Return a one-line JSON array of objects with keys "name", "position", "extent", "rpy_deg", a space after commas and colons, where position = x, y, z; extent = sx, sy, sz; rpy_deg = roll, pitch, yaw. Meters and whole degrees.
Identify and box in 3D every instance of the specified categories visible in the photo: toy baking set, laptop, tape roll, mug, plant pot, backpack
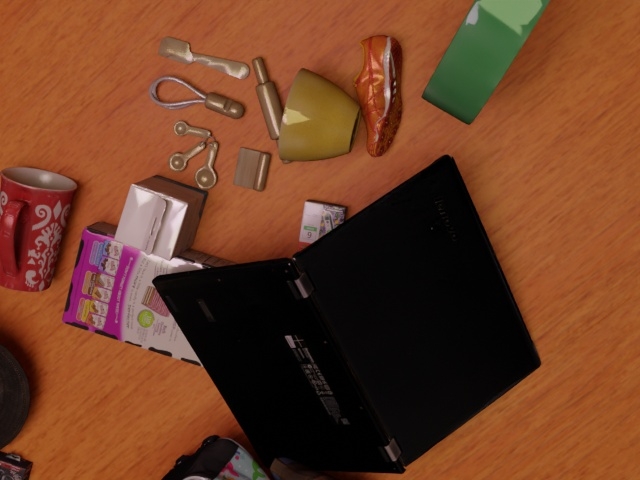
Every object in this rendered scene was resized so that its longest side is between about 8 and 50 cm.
[{"name": "toy baking set", "position": [-0.152, -0.190, 1.483], "extent": [0.196, 0.030, 0.256], "rpy_deg": [-11, 98, 10]}, {"name": "laptop", "position": [0.044, 0.124, 1.456], "extent": [0.408, 0.236, 0.382], "rpy_deg": [-8, 120, 36]}, {"name": "tape roll", "position": [0.241, -0.303, 1.261], "extent": [0.077, 0.321, 0.321], "rpy_deg": [31, 102, 2]}, {"name": "mug", "position": [-0.455, -0.014, 1.502], "extent": [0.113, 0.150, 0.169], "rpy_deg": [24, 108, 28]}, {"name": "plant pot", "position": [0.004, -0.169, 1.410], "extent": [0.095, 0.134, 0.134], "rpy_deg": [14, 101, 7]}, {"name": "backpack", "position": [-0.135, 0.448, 1.480], "extent": [0.253, 0.191, 0.225], "rpy_deg": [43, 130, -8]}]

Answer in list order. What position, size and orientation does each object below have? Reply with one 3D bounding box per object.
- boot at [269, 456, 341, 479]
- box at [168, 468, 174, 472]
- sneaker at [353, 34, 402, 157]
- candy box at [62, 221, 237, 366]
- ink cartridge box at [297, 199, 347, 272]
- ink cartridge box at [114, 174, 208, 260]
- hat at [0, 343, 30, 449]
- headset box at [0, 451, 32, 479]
[{"name": "boot", "position": [0.012, 0.384, 1.507], "extent": [0.106, 0.219, 0.082], "rpy_deg": [27, 78, 39]}, {"name": "box", "position": [-0.175, 0.479, 1.603], "extent": [0.164, 0.021, 0.201], "rpy_deg": [8, 100, 6]}, {"name": "sneaker", "position": [0.081, -0.209, 1.442], "extent": [0.067, 0.064, 0.175], "rpy_deg": [7, 97, 29]}, {"name": "candy box", "position": [-0.261, 0.080, 1.522], "extent": [0.233, 0.071, 0.159], "rpy_deg": [18, 102, 5]}, {"name": "ink cartridge box", "position": [0.000, 0.000, 1.494], "extent": [0.063, 0.029, 0.115], "rpy_deg": [10, 100, 6]}, {"name": "ink cartridge box", "position": [-0.235, -0.035, 1.463], "extent": [0.090, 0.143, 0.092], "rpy_deg": [20, 101, 4]}, {"name": "hat", "position": [-0.621, 0.266, 1.520], "extent": [0.331, 0.134, 0.331], "rpy_deg": [2, 122, 3]}, {"name": "headset box", "position": [-0.514, 0.390, 1.629], "extent": [0.062, 0.032, 0.083], "rpy_deg": [17, 100, 4]}]
